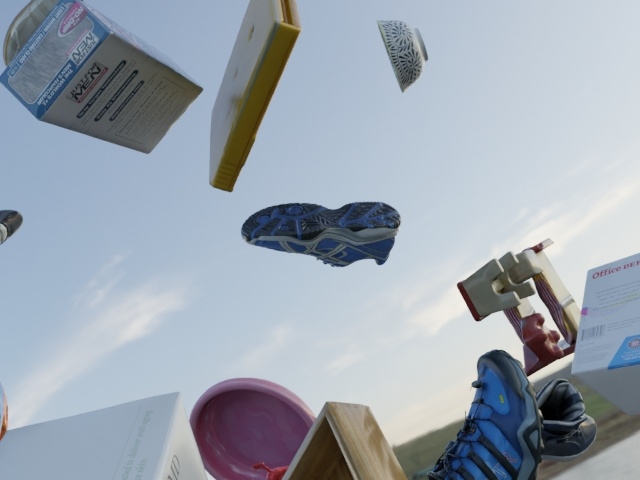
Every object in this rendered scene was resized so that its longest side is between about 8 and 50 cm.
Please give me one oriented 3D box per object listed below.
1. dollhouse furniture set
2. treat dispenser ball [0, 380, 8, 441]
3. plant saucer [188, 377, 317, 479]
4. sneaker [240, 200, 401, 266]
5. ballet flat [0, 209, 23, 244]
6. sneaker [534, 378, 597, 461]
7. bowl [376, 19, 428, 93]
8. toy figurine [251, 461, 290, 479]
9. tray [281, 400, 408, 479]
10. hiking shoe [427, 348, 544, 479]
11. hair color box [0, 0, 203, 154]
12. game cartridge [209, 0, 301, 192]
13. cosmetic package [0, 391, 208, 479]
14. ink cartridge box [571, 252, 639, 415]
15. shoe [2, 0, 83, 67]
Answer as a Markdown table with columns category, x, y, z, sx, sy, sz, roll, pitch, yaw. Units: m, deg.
| category | x | y | z | sx | sy | sz | roll | pitch | yaw |
| --- | --- | --- | --- | --- | --- | --- | --- | --- | --- |
| dollhouse furniture set | 0.333 | 0.130 | 1.152 | 0.152 | 0.201 | 0.374 | -34 | -12 | 30 |
| treat dispenser ball | -0.592 | 0.259 | 0.953 | 0.288 | 0.288 | 0.288 | -22 | -21 | -9 |
| plant saucer | -0.145 | 0.456 | 1.618 | 0.332 | 0.332 | 0.084 | -36 | 9 | 25 |
| sneaker | 0.000 | 0.000 | 0.905 | 0.211 | 0.080 | 0.081 | 1 | -54 | -1 |
| ballet flat | -0.627 | 0.001 | 1.225 | 0.203 | 0.074 | 0.074 | -20 | -20 | -33 |
| sneaker | 0.410 | 0.298 | 1.137 | 0.226 | 0.086 | 0.163 | -1 | -42 | -29 |
| bowl | 0.188 | -0.415 | 1.500 | 0.080 | 0.170 | 0.170 | -19 | -20 | 8 |
| toy figurine | -0.015 | 0.517 | 0.965 | 0.191 | 0.217 | 0.363 | 8 | -77 | -17 |
| tray | 0.061 | 0.393 | 0.729 | 0.076 | 0.411 | 0.203 | 14 | -64 | -28 |
| hiking shoe | 0.210 | 0.291 | 0.901 | 0.131 | 0.304 | 0.113 | 9 | -18 | -12 |
| hair color box | -0.349 | -0.263 | 1.155 | 0.174 | 0.105 | 0.347 | -48 | -10 | 7 |
| game cartridge | -0.121 | -0.277 | 1.171 | 0.052 | 0.285 | 0.324 | 14 | -53 | -18 |
| cosmetic package | -0.137 | 0.327 | 0.504 | 0.155 | 0.366 | 0.197 | -12 | 19 | 1 |
| ink cartridge box | 0.318 | 0.081 | 0.665 | 0.089 | 0.143 | 0.092 | 35 | -32 | -18 |
| shoe | -0.453 | -0.358 | 1.133 | 0.219 | 0.058 | 0.076 | -50 | -28 | 18 |
